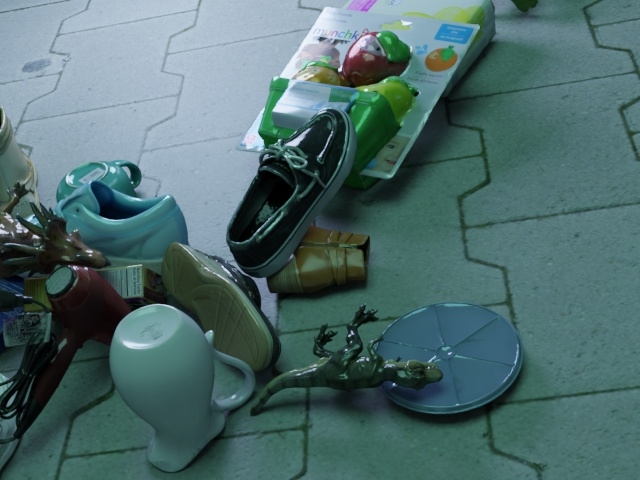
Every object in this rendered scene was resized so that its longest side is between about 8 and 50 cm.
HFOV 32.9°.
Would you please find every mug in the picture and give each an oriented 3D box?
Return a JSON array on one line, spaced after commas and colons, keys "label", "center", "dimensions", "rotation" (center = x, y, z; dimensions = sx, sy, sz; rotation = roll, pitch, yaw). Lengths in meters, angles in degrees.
[{"label": "mug", "center": [-0.382, -0.083, 1.856], "dimensions": [0.129, 0.097, 0.158], "rotation": [-10, 39, 6]}]

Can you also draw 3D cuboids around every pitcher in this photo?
[{"label": "pitcher", "center": [-0.171, 0.170, 1.387], "dimensions": [0.178, 0.207, 0.125], "rotation": [-35, 43, -26]}]

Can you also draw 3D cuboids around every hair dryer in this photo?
[{"label": "hair dryer", "center": [-0.358, 0.143, 1.495], "dimensions": [0.293, 0.223, 0.080], "rotation": [-8, 23, -43]}]

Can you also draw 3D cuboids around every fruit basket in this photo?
[{"label": "fruit basket", "center": [0.056, -0.269, 1.855], "dimensions": [0.327, 0.165, 0.353], "rotation": [15, 67, 32]}]

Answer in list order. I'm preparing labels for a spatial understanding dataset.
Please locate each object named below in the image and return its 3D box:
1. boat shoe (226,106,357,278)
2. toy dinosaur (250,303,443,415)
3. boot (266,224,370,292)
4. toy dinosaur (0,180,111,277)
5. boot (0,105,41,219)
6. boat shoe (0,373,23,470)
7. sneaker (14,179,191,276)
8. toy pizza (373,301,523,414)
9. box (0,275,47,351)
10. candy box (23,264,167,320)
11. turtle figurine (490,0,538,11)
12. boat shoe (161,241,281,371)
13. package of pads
[{"label": "boat shoe", "center": [-0.049, -0.095, 1.620], "dimensions": [0.113, 0.105, 0.306], "rotation": [22, 67, 32]}, {"label": "toy dinosaur", "center": [0.027, 0.155, 1.420], "dimensions": [0.268, 0.064, 0.118], "rotation": [-12, 48, 25]}, {"label": "boot", "center": [0.000, 0.000, 1.655], "dimensions": [0.152, 0.073, 0.197], "rotation": [-8, 51, 10]}, {"label": "toy dinosaur", "center": [-0.468, 0.018, 1.532], "dimensions": [0.296, 0.127, 0.200], "rotation": [-22, 21, -21]}, {"label": "boot", "center": [-0.581, -0.168, 1.937], "dimensions": [0.095, 0.203, 0.262], "rotation": [-21, 40, -9]}, {"label": "boat shoe", "center": [-0.470, 0.266, 1.452], "dimensions": [0.098, 0.096, 0.277], "rotation": [-10, 39, 6]}, {"label": "sneaker", "center": [-0.383, -0.032, 1.726], "dimensions": [0.366, 0.150, 0.135], "rotation": [0, 25, 8]}, {"label": "toy pizza", "center": [0.167, 0.158, 1.434], "dimensions": [0.201, 0.032, 0.201], "rotation": [-8, 39, 7]}, {"label": "box", "center": [-0.525, 0.125, 1.694], "dimensions": [0.136, 0.036, 0.225], "rotation": [20, 51, 35]}, {"label": "candy box", "center": [-0.335, 0.080, 1.627], "dimensions": [0.187, 0.109, 0.053], "rotation": [-6, 77, 9]}, {"label": "turtle figurine", "center": [0.394, -0.557, 2.192], "dimensions": [0.198, 0.274, 0.266], "rotation": [15, 63, 2]}, {"label": "boat shoe", "center": [-0.130, 0.089, 1.565], "dimensions": [0.092, 0.103, 0.285], "rotation": [0, 26, -39]}, {"label": "package of pads", "center": [0.158, -0.381, 2.050], "dimensions": [0.296, 0.101, 0.229], "rotation": [14, 47, 30]}]
